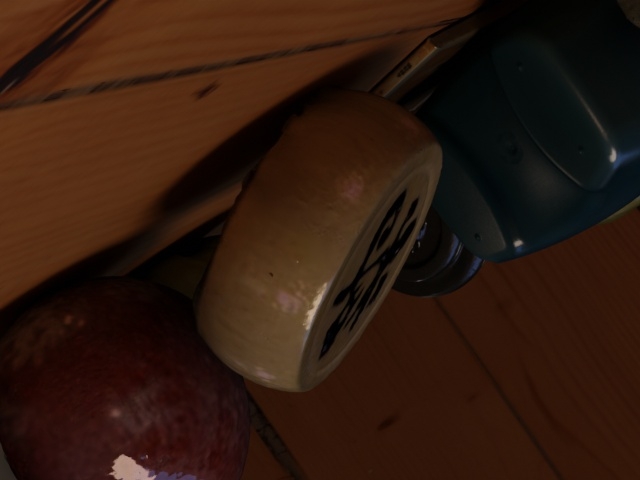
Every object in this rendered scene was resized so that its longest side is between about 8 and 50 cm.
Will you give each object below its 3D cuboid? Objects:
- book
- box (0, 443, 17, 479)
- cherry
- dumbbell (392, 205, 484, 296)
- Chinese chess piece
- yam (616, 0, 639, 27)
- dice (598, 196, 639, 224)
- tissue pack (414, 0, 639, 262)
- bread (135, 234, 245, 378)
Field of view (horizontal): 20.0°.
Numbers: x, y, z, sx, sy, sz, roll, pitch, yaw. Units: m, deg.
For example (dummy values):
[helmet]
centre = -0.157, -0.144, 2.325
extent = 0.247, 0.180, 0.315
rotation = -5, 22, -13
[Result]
[book]
centre = 0.096, -0.154, 1.711
extent = 0.170, 0.018, 0.242
rotation = -31, 174, -38
[box]
centre = -0.256, 0.196, 2.008
extent = 0.243, 0.155, 0.067
rotation = -34, 175, 3
[cherry]
centre = -0.167, 0.144, 1.552
extent = 0.213, 0.236, 0.285
rotation = -41, 148, 0
[dumbbell]
centre = 0.139, -0.054, 1.983
extent = 0.290, 0.192, 0.192
rotation = -31, 174, -47
[Chinese chess piece]
centre = 0.000, 0.000, 1.487
extent = 0.257, 0.104, 0.257
rotation = -56, 166, -22
[yam]
centre = 0.319, -0.256, 1.411
extent = 0.154, 0.154, 0.254
rotation = -33, -178, -22
[dice]
centre = 0.369, -0.171, 2.177
extent = 0.227, 0.233, 0.238
rotation = -35, 175, 24
[tissue pack]
centre = 0.228, -0.118, 1.649
extent = 0.206, 0.198, 0.287
rotation = -30, 170, -31
[bread]
centre = -0.122, 0.072, 1.778
extent = 0.261, 0.158, 0.156
rotation = -33, 165, -16
